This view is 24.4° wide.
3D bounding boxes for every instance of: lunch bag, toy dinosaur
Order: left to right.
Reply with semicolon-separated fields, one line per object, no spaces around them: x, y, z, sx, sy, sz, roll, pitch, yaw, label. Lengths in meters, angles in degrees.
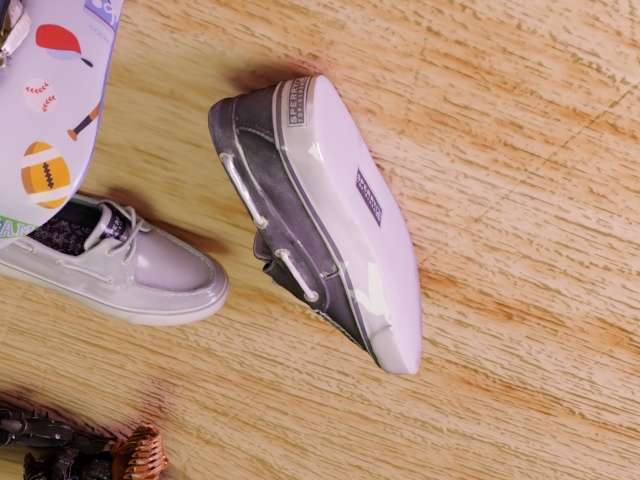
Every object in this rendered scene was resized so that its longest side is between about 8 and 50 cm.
-0.254;-0.075;0.972;0.115;0.243;0.303;33;138;-31;lunch bag
-0.249;0.245;1.526;0.218;0.164;0.322;11;128;-29;toy dinosaur

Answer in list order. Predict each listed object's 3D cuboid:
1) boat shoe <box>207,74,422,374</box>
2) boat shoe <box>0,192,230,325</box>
0.000;0.000;1.144;0.102;0.108;0.301;-8;138;20;boat shoe
-0.181;0.006;1.206;0.227;0.079;0.081;16;147;-6;boat shoe
